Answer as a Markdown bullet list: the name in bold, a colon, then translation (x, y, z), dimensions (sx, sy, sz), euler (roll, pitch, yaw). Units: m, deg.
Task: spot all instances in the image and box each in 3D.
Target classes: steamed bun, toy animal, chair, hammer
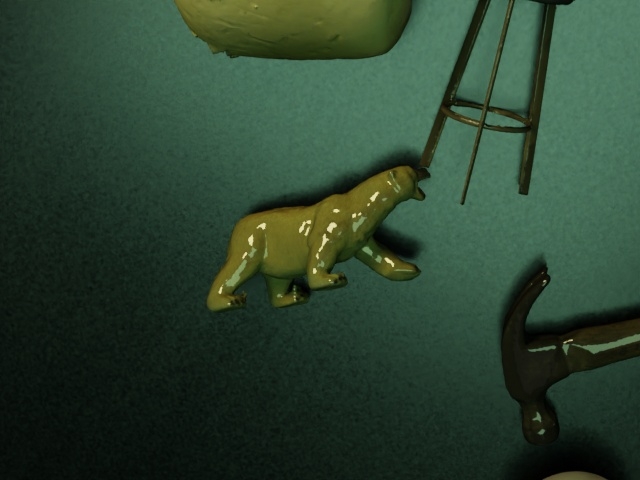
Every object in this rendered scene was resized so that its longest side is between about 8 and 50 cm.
- **steamed bun**: translation (-0.026, -0.273, 0.868), dimensions (0.232, 0.166, 0.273), euler (8, 106, 4)
- **toy animal**: translation (0.000, 0.000, 0.979), dimensions (0.218, 0.103, 0.101), euler (-14, 79, 26)
- **chair**: translation (0.153, -0.145, 0.915), dimensions (0.104, 0.095, 0.222), euler (15, 106, 9)
- **hammer**: translation (0.382, 0.069, 0.971), dimensions (0.439, 0.044, 0.168), euler (-14, 105, 11)

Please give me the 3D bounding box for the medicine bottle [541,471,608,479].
- **medicine bottle**: translation (0.290, 0.380, 1.025), dimensions (0.130, 0.130, 0.341), euler (-23, 100, 14)
